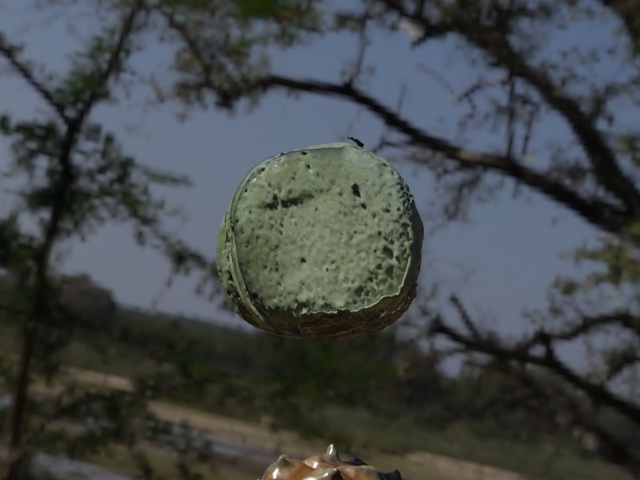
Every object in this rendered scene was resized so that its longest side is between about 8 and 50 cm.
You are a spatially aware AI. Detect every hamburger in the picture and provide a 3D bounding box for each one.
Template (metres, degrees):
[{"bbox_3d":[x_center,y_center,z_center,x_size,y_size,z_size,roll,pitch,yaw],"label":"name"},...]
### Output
[{"bbox_3d":[0.000,0.000,1.036,0.140,0.133,0.062,8,-13,11],"label":"hamburger"}]

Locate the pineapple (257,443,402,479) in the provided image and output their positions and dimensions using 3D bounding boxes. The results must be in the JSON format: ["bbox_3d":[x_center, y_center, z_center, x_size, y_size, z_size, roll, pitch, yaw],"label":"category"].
[{"bbox_3d":[0.030,0.220,1.002,0.193,0.166,0.166,20,-5,11],"label":"pineapple"}]
